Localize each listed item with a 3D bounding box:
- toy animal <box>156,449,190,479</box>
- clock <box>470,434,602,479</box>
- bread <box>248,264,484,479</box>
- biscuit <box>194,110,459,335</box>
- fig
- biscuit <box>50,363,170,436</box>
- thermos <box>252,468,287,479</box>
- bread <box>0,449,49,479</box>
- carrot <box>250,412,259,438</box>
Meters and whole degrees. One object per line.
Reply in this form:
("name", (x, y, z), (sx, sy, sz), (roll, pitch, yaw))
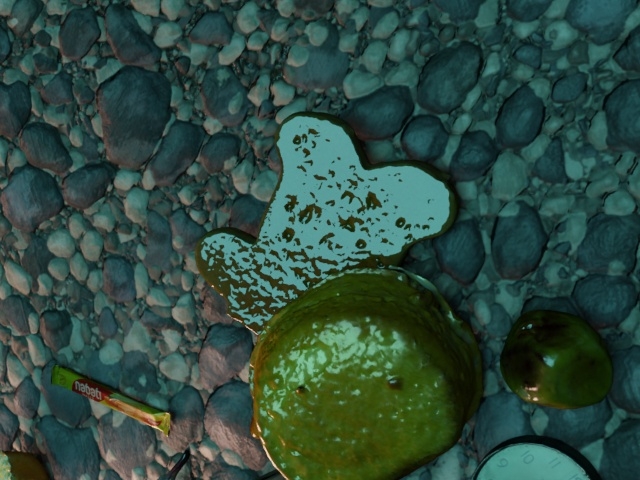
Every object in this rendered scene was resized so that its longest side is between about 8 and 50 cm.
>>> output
("toy animal", (-0.236, 0.551, 1.624), (0.195, 0.090, 0.324), (-28, 87, 16))
("clock", (0.327, 0.407, 1.381), (0.215, 0.042, 0.214), (0, 89, 26))
("bread", (0.068, 0.227, 1.383), (0.358, 0.204, 0.337), (-38, 101, 13))
("biscuit", (0.000, 0.000, 1.511), (0.368, 0.076, 0.394), (29, 104, 11))
("fig", (0.349, 0.178, 1.318), (0.166, 0.154, 0.144), (26, 82, -2))
("biscuit", (-0.403, 0.303, 1.741), (0.292, 0.026, 0.048), (17, 116, 25))
("thermos", (-0.041, 0.482, 1.534), (0.137, 0.105, 0.193), (-25, 82, -8))
("bread", (-0.600, 0.511, 1.772), (0.143, 0.139, 0.228), (-18, 83, 22))
("carrot", (-0.091, 0.255, 1.589), (0.037, 0.037, 0.190), (11, 91, 25))
